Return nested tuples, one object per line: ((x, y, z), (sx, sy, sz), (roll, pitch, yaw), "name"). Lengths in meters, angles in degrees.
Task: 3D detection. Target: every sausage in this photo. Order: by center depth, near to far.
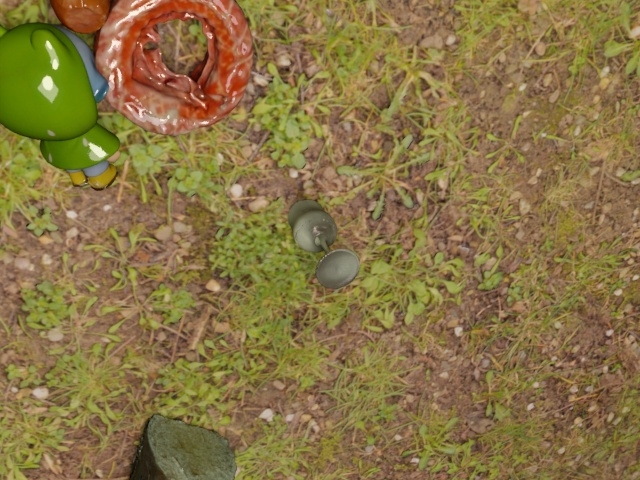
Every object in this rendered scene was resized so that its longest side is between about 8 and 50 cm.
((-0.340, -0.359, 1.050), (0.076, 0.197, 0.076), (-21, 149, -14), "sausage")

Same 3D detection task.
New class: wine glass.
((0.000, 0.000, 1.336), (0.079, 0.195, 0.079), (-8, 121, -14), "wine glass")

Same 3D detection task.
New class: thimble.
((-0.218, -0.281, 1.141), (0.239, 0.162, 0.239), (-8, 117, -16), "thimble")

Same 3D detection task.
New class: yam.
((-0.296, 0.513, 1.502), (0.203, 0.201, 0.271), (20, 114, -25), "yam")

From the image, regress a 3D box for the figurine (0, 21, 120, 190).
((-0.353, -0.176, 1.050), (0.143, 0.162, 0.263), (-56, 150, -33), "figurine")
